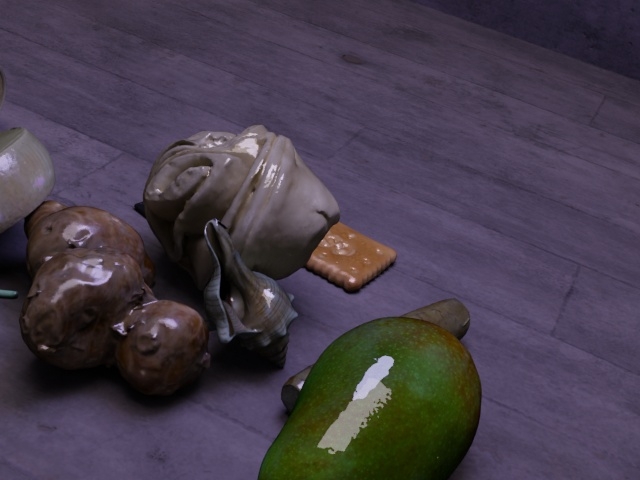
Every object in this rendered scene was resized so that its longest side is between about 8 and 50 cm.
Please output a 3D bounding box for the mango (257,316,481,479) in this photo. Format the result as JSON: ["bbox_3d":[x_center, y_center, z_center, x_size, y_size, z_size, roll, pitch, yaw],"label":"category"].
[{"bbox_3d":[0.064,0.229,1.120,0.201,0.225,0.382,-7,16,43],"label":"mango"}]

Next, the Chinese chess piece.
[{"bbox_3d":[-0.521,-0.072,1.357,0.250,0.101,0.250,-22,24,11],"label":"Chinese chess piece"}]

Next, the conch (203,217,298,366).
[{"bbox_3d":[-0.118,0.098,1.277,0.234,0.114,0.137,38,52,-30],"label":"conch"}]

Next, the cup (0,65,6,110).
[{"bbox_3d":[-0.728,-0.257,1.652,0.202,0.255,0.173,25,-8,15],"label":"cup"}]

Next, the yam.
[{"bbox_3d":[0.090,0.169,1.342,0.371,0.083,0.083,-19,44,-42],"label":"yam"}]

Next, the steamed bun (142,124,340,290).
[{"bbox_3d":[-0.144,-0.037,1.386,0.289,0.276,0.203,39,37,22],"label":"steamed bun"}]

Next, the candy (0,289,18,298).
[{"bbox_3d":[-0.555,0.064,1.217,0.305,0.091,0.083,6,42,2],"label":"candy"}]

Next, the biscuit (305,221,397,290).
[{"bbox_3d":[0.000,-0.001,1.612,0.249,0.030,0.160,29,35,23],"label":"biscuit"}]

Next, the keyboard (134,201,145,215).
[{"bbox_3d":[-0.262,-0.070,1.638,0.053,0.010,0.155,36,38,29],"label":"keyboard"}]

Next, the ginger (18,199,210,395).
[{"bbox_3d":[-0.317,0.065,1.275,0.256,0.176,0.375,11,26,-39],"label":"ginger"}]
